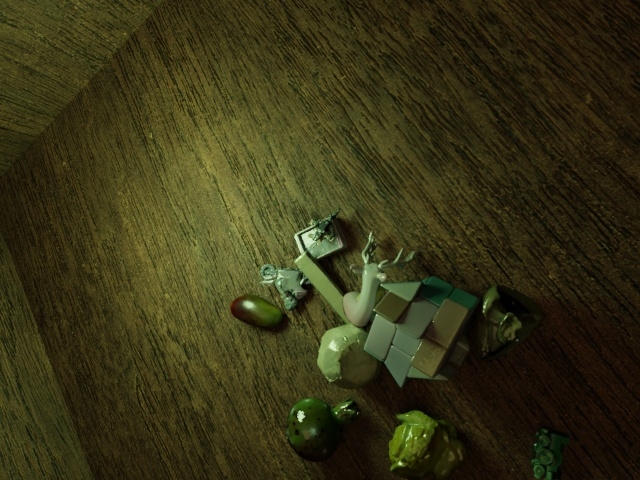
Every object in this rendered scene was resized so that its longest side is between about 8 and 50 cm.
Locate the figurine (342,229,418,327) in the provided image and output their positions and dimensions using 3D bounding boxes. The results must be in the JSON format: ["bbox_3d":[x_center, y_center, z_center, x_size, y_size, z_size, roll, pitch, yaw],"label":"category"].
[{"bbox_3d":[0.206,0.136,1.703,0.206,0.284,0.316,32,126,14],"label":"figurine"}]

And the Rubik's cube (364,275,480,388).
[{"bbox_3d":[0.369,0.308,1.553,0.358,0.387,0.369,28,117,26],"label":"Rubik's cube"}]

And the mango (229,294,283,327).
[{"bbox_3d":[-0.294,0.317,1.959,0.267,0.111,0.133,13,81,18],"label":"mango"}]

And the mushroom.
[{"bbox_3d":[0.610,0.288,1.489,0.212,0.292,0.217,49,119,19],"label":"mushroom"}]

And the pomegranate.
[{"bbox_3d":[-0.004,0.736,1.768,0.242,0.242,0.306,37,82,20],"label":"pomegranate"}]

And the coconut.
[{"bbox_3d":[0.106,0.454,1.714,0.244,0.247,0.245,0,89,-15],"label":"coconut"}]

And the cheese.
[{"bbox_3d":[0.041,0.215,1.827,0.085,0.034,0.400,-44,83,21],"label":"cheese"}]

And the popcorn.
[{"bbox_3d":[0.384,0.768,1.598,0.276,0.277,0.226,-5,49,23],"label":"popcorn"}]

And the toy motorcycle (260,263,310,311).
[{"bbox_3d":[-0.153,0.211,1.902,0.239,0.108,0.204,6,90,23],"label":"toy motorcycle"}]

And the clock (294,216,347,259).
[{"bbox_3d":[0.000,0.000,1.871,0.197,0.063,0.150,-26,79,20],"label":"clock"}]

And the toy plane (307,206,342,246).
[{"bbox_3d":[0.024,-0.067,1.793,0.135,0.062,0.188,41,104,20],"label":"toy plane"}]

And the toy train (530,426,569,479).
[{"bbox_3d":[0.792,0.743,1.500,0.104,0.071,0.178,8,90,12],"label":"toy train"}]
